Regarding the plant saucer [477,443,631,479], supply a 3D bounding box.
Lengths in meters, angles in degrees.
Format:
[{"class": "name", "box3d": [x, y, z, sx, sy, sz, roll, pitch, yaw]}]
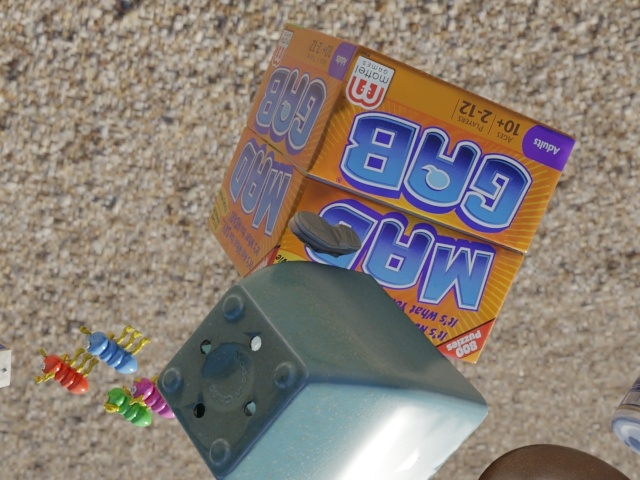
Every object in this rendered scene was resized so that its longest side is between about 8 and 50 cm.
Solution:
[{"class": "plant saucer", "box3d": [0.162, 0.223, 0.666, 0.029, 0.168, 0.168, -13, 162, -46]}]

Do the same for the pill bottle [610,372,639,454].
[{"class": "pill bottle", "box3d": [0.459, 0.196, 1.284, 0.094, 0.169, 0.094, 34, 156, 17]}]

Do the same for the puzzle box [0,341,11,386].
[{"class": "puzzle box", "box3d": [-0.607, 0.136, 1.138, 0.409, 0.052, 0.272, -8, -157, -44]}]

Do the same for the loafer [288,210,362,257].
[{"class": "loafer", "box3d": [0.000, 0.000, 1.111, 0.039, 0.045, 0.125, -36, 153, 24]}]

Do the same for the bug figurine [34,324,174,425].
[{"class": "bug figurine", "box3d": [-0.327, 0.219, 1.555, 0.216, 0.072, 0.279, 38, 146, -19]}]

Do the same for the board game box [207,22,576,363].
[{"class": "board game box", "box3d": [0.085, -0.082, 1.484, 0.356, 0.356, 0.356, 18, 100, -22]}]

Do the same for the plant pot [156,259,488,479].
[{"class": "plant pot", "box3d": [-0.023, 0.167, 1.066, 0.247, 0.248, 0.252, -50, 143, 10]}]
